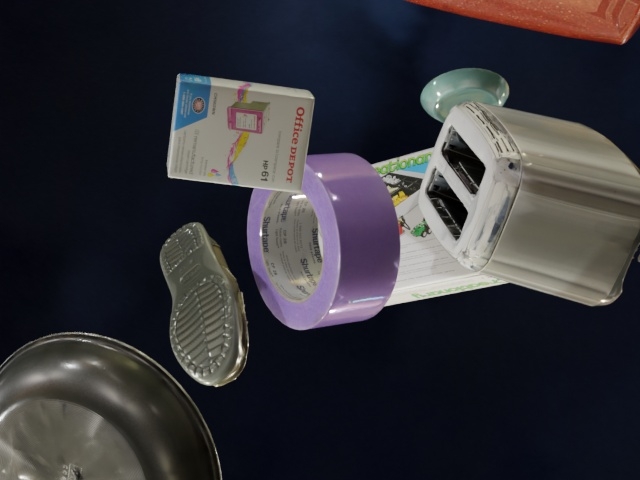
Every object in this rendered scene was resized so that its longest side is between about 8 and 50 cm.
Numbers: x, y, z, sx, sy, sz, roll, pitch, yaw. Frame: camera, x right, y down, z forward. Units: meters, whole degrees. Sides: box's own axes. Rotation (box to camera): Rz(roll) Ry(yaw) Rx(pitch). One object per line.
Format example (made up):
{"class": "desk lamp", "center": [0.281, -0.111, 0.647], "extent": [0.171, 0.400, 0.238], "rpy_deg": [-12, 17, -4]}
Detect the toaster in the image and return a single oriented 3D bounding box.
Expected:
{"class": "toaster", "center": [0.178, -0.033, 0.966], "extent": [0.146, 0.227, 0.129], "rpy_deg": [12, -67, -16]}

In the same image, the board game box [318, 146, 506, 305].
{"class": "board game box", "center": [0.116, -0.017, 1.523], "extent": [0.053, 0.305, 0.193], "rpy_deg": [24, -119, -47]}

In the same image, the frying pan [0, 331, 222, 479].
{"class": "frying pan", "center": [-0.111, 0.201, 0.771], "extent": [0.326, 0.053, 0.197], "rpy_deg": [39, -68, 10]}

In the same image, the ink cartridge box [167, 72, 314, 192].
{"class": "ink cartridge box", "center": [-0.071, -0.096, 1.021], "extent": [0.122, 0.052, 0.089], "rpy_deg": [6, -77, -11]}

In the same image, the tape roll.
{"class": "tape roll", "center": [0.000, 0.000, 1.247], "extent": [0.080, 0.189, 0.189], "rpy_deg": [-6, -79, -33]}

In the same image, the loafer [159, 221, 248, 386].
{"class": "loafer", "center": [-0.122, 0.078, 1.337], "extent": [0.094, 0.251, 0.087], "rpy_deg": [-35, -51, 15]}

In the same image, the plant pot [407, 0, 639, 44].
{"class": "plant pot", "center": [0.121, -0.260, 0.571], "extent": [0.235, 0.267, 0.267], "rpy_deg": [35, -122, 12]}

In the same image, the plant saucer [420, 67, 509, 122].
{"class": "plant saucer", "center": [0.195, -0.187, 1.533], "extent": [0.119, 0.119, 0.021], "rpy_deg": [17, -124, -31]}
